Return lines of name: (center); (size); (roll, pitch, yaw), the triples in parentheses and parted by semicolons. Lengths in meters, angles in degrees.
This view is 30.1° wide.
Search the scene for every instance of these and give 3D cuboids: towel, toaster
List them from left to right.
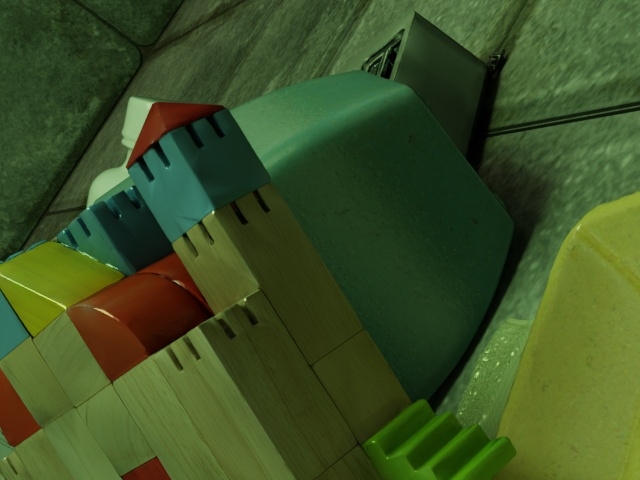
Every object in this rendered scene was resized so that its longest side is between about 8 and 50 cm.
toaster: (0.071, -0.111, 1.143); (0.168, 0.110, 0.186); (-34, 28, 44)
towel: (0.123, 0.113, 0.781); (0.110, 0.027, 0.148); (-15, 44, 62)

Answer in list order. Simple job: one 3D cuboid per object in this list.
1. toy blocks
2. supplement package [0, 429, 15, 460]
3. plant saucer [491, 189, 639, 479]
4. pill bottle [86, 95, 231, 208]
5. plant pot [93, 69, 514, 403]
toy blocks: (-0.104, 0.090, 0.722); (0.190, 0.261, 0.381); (-31, -3, -44)
supplement package: (-0.260, 0.280, 1.041); (0.204, 0.262, 0.145); (-47, 20, 22)
plant saucer: (0.206, 0.100, 0.533); (0.333, 0.081, 0.333); (-24, 35, 55)
pill bottle: (-0.145, 0.028, 1.147); (0.176, 0.176, 0.319); (-145, 63, -70)
plant pot: (0.000, 0.000, 0.952); (0.252, 0.247, 0.248); (-41, 20, -2)
